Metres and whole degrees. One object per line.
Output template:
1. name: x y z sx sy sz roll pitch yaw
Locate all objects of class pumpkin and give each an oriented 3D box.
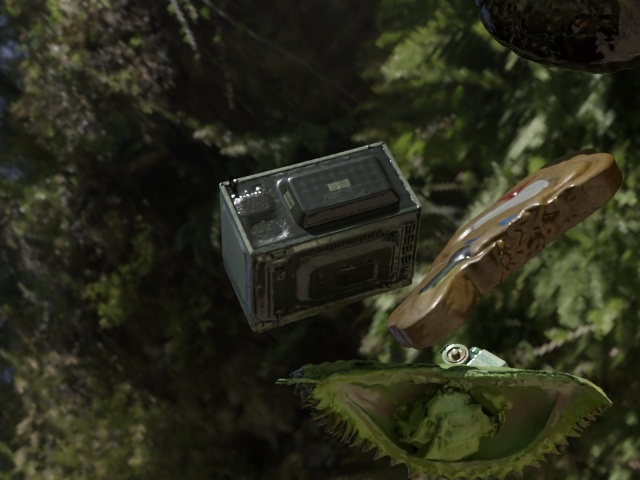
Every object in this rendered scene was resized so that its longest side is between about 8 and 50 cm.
1. pumpkin: 0.253 -0.275 1.177 0.238 0.238 0.159 -56 -14 13

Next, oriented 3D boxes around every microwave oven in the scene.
1. microwave oven: 0.000 0.000 1.411 0.205 0.129 0.163 -17 -35 -14

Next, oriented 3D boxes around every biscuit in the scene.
1. biscuit: 0.161 -0.003 1.077 0.320 0.047 0.183 -40 4 -34

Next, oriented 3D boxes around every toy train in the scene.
1. toy train: 0.207 0.247 1.934 0.194 0.125 0.081 -42 -44 -22

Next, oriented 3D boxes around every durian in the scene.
1. durian: 0.138 0.172 1.392 0.169 0.355 0.157 84 -170 -49
